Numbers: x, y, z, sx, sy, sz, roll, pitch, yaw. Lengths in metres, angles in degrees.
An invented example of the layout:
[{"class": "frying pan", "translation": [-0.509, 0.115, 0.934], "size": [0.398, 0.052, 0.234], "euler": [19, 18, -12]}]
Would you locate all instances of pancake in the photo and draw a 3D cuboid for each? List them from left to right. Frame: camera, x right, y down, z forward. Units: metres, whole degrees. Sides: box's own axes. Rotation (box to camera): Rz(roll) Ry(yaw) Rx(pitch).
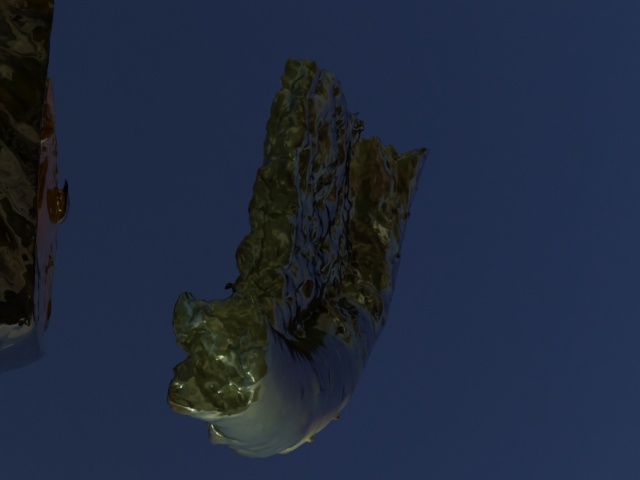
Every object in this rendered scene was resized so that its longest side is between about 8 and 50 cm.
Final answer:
[{"class": "pancake", "translation": [0.005, 0.001, 0.653], "size": [0.376, 0.054, 0.197], "euler": [-60, -33, -63]}]

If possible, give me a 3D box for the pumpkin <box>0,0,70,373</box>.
[{"class": "pumpkin", "translation": [-0.183, -0.070, 0.577], "size": [0.139, 0.190, 0.280], "euler": [8, -101, -8]}]
